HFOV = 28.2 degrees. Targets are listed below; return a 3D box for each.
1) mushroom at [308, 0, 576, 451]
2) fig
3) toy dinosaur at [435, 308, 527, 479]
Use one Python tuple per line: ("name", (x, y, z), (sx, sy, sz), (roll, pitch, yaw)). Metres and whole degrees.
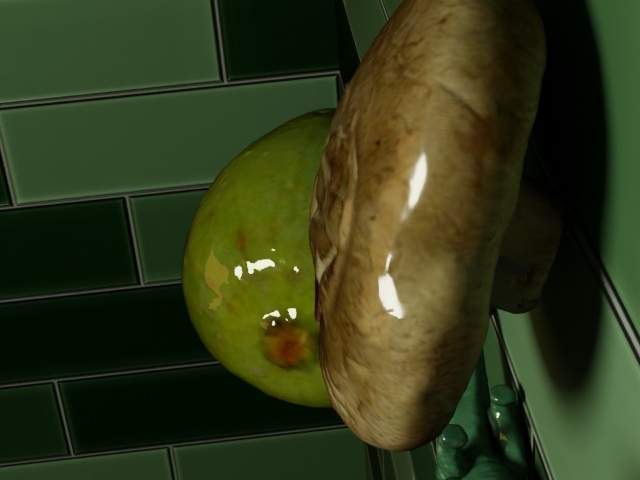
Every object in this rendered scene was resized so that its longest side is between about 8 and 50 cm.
("mushroom", (0.065, -0.017, 0.716), (0.278, 0.146, 0.278), (14, -90, -85))
("fig", (0.000, 0.000, 1.267), (0.326, 0.258, 0.258), (-80, -10, -45))
("toy dinosaur", (0.116, 0.157, 0.892), (0.120, 0.079, 0.291), (92, 175, -63))
